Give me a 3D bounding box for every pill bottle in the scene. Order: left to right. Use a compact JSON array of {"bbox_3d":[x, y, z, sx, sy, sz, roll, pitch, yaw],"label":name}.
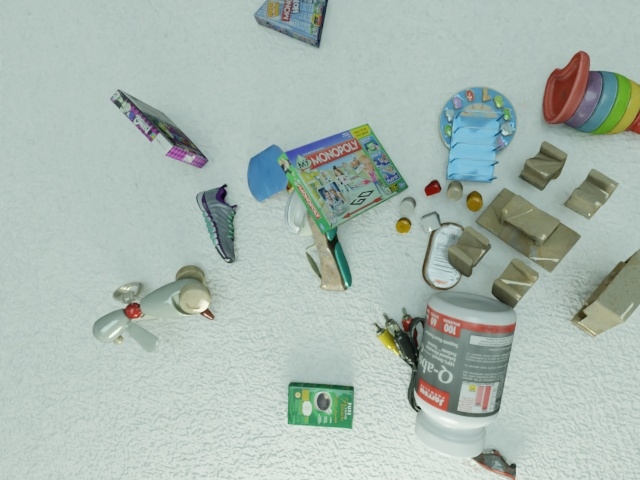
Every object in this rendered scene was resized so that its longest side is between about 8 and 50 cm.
[{"bbox_3d":[0.346,0.324,1.162,0.210,0.210,0.362,8,98,7],"label":"pill bottle"}]

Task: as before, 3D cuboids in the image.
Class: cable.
[{"bbox_3d":[0.254,0.322,1.289,0.140,0.072,0.287,-24,99,-11],"label":"cable"}]

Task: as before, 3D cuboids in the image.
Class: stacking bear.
[{"bbox_3d":[0.739,-0.343,1.183,0.289,0.175,0.164,12,88,-1],"label":"stacking bear"}]

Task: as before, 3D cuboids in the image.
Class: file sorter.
[{"bbox_3d":[0.398,-0.240,1.206,0.118,0.104,0.170,6,95,8],"label":"file sorter"}]

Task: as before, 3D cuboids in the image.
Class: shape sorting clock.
[{"bbox_3d":[0.425,-0.318,1.272,0.206,0.040,0.206,0,89,6],"label":"shape sorting clock"}]

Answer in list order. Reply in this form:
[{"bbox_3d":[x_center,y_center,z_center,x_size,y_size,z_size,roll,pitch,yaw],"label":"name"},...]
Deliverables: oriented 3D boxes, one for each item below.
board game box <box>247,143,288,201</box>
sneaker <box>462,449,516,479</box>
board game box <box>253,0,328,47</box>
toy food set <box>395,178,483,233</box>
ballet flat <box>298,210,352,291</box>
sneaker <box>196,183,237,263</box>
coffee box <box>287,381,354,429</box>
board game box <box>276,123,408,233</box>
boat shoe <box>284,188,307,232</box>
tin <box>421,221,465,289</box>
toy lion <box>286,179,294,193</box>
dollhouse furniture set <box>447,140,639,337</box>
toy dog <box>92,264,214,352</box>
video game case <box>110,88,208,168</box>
[{"bbox_3d":[-0.139,-0.188,1.322,0.169,0.033,0.133,-22,78,38],"label":"board game box"},{"bbox_3d":[0.447,0.586,1.255,0.158,0.061,0.064,26,65,6],"label":"sneaker"},{"bbox_3d":[-0.082,-0.662,1.328,0.194,0.060,0.194,10,90,6],"label":"board game box"},{"bbox_3d":[0.310,-0.101,1.271,0.232,0.104,0.111,-23,100,24],"label":"toy food set"},{"bbox_3d":[0.000,0.000,1.253,0.106,0.107,0.315,-7,108,20],"label":"ballet flat"},{"bbox_3d":[-0.270,-0.050,1.331,0.098,0.083,0.223,-23,86,1],"label":"sneaker"},{"bbox_3d":[0.001,0.459,1.308,0.184,0.040,0.113,1,90,7],"label":"coffee box"},{"bbox_3d":[0.067,-0.169,1.206,0.317,0.046,0.213,-29,86,-39],"label":"board game box"},{"bbox_3d":[-0.021,-0.138,1.288,0.095,0.084,0.258,22,92,-16],"label":"boat shoe"},{"bbox_3d":[0.340,0.043,1.279,0.106,0.040,0.189,13,91,11],"label":"tin"},{"bbox_3d":[-0.064,-0.181,1.334,0.100,0.034,0.096,-33,92,5],"label":"toy lion"},{"bbox_3d":[0.589,0.034,1.180,0.394,0.256,0.362,40,86,25],"label":"dollhouse furniture set"},{"bbox_3d":[-0.433,0.206,1.308,0.334,0.220,0.160,-16,119,13],"label":"toy dog"},{"bbox_3d":[-0.427,-0.295,1.277,0.210,0.232,0.042,45,96,5],"label":"video game case"}]
